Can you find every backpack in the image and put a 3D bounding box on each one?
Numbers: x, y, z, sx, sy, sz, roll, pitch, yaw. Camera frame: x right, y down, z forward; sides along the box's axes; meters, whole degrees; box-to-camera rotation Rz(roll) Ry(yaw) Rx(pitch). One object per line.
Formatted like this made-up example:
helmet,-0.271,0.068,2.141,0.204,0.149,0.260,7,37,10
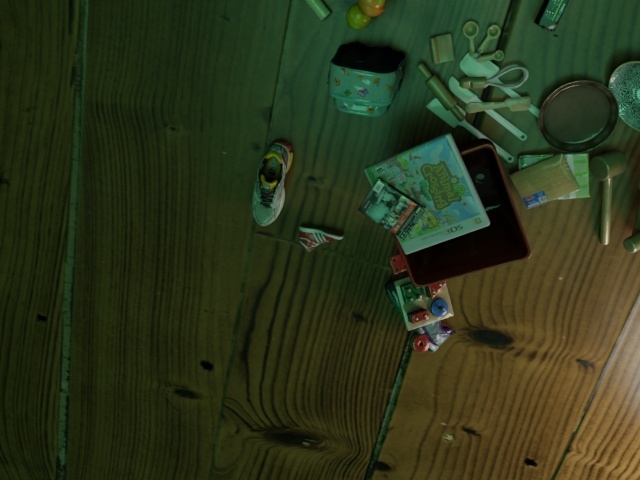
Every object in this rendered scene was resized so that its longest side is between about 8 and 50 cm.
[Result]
backpack,0.097,-0.354,1.472,0.166,0.188,0.144,13,115,6

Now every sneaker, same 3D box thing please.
sneaker,0.259,0.179,1.742,0.098,0.083,0.223,-37,100,-5
sneaker,-0.134,-0.138,1.670,0.088,0.093,0.225,15,116,6
sneaker,0.000,0.000,1.726,0.118,0.042,0.067,12,111,16

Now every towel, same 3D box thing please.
towel,0.539,-0.148,1.539,0.152,0.023,0.113,-1,117,24

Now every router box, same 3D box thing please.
router box,0.488,-0.498,1.375,0.038,0.092,0.122,22,116,3

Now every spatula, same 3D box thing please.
spatula,0.388,-0.299,1.524,0.242,0.019,0.168,36,115,-4

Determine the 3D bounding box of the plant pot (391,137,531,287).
plant pot,0.303,-0.090,1.509,0.267,0.236,0.267,-17,109,22

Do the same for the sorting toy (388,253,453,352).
sorting toy,0.264,0.139,1.677,0.132,0.046,0.274,-17,96,-13

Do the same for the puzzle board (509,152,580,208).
puzzle board,0.515,-0.136,1.535,0.128,0.011,0.096,-23,107,32

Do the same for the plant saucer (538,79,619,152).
plant saucer,0.569,-0.276,1.478,0.168,0.029,0.168,5,122,8

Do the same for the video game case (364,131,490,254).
video game case,0.221,-0.093,1.384,0.193,0.023,0.212,-21,107,23

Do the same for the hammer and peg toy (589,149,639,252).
hammer and peg toy,0.754,-0.052,1.438,0.127,0.361,0.266,-27,134,-15

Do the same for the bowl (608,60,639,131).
bowl,0.701,-0.315,1.394,0.080,0.170,0.170,-35,105,-17

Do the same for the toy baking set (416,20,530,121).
toy baking set,0.343,-0.363,1.479,0.197,0.030,0.256,-32,101,23

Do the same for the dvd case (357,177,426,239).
dvd case,0.149,-0.066,1.396,0.119,0.013,0.087,32,119,-2

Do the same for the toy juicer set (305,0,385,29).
toy juicer set,0.040,-0.551,1.410,0.089,0.329,0.209,-43,121,-11
